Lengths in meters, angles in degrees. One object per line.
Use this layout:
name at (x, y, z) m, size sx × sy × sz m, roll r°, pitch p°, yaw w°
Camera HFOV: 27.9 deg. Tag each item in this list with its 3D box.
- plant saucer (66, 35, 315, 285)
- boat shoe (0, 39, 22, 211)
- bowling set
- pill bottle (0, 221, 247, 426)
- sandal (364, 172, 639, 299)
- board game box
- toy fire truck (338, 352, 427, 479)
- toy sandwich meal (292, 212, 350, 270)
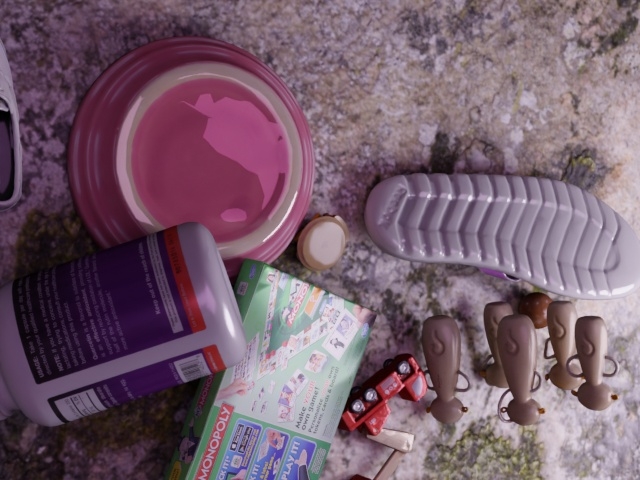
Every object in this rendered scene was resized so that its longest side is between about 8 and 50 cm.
plant saucer at (-0.152, -0.100, 1.647) m, size 0.332 × 0.084 × 0.332 m, roll 1°, pitch 89°, yaw -24°
boat shoe at (-0.400, -0.162, 1.537) m, size 0.095 × 0.084 × 0.258 m, roll -18°, pitch 97°, yaw -23°
bowling set at (0.301, 0.164, 1.798) m, size 0.200 × 0.287 × 0.154 m, roll -20°, pitch 106°, yaw -56°
pill bottle at (-0.260, 0.106, 1.518) m, size 0.323 × 0.181 × 0.181 m, roll -18°, pitch 97°, yaw -2°
sandal at (0.258, -0.011, 1.825) m, size 0.416 × 0.102 × 0.169 m, roll 13°, pitch 69°, yaw -10°
board game box at (-0.062, 0.206, 1.664) m, size 0.213 × 0.046 × 0.317 m, roll 25°, pitch 82°, yaw -38°
toy fire truck at (0.084, 0.260, 1.766) m, size 0.192 × 0.047 × 0.135 m, roll -37°, pitch 104°, yaw -20°
toy sandwich meal at (0.000, 0.000, 1.737) m, size 0.086 × 0.029 × 0.085 m, roll -11°, pitch 112°, yaw -29°
